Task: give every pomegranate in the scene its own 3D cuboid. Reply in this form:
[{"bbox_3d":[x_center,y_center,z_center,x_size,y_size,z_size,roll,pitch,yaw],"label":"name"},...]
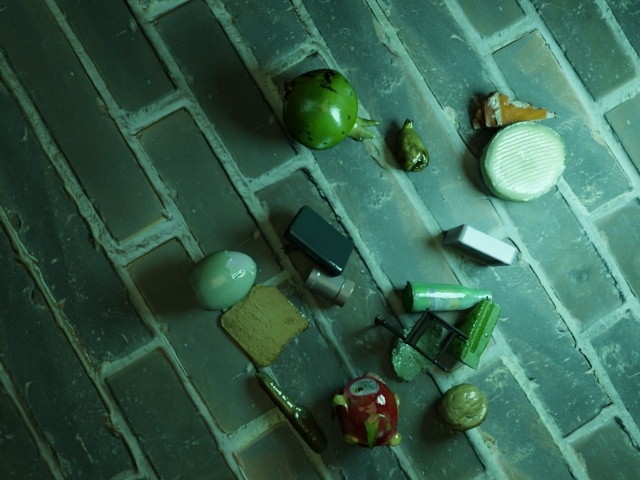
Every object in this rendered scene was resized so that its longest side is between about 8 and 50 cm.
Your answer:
[{"bbox_3d":[0.033,-0.420,1.342,0.341,0.260,0.260,14,86,-15],"label":"pomegranate"}]

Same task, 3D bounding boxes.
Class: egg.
[{"bbox_3d":[-0.309,0.123,1.318,0.217,0.183,0.183,-23,88,-18],"label":"egg"}]

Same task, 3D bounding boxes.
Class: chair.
[{"bbox_3d":[0.319,0.288,1.304,0.260,0.154,0.141,35,86,24],"label":"chair"}]

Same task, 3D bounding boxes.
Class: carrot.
[{"bbox_3d":[-0.098,0.565,1.359,0.070,0.070,0.342,-41,88,-4],"label":"carrot"}]

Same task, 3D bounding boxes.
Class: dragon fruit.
[{"bbox_3d":[0.147,0.554,1.305,0.224,0.224,0.226,-6,99,-3],"label":"dragon fruit"}]

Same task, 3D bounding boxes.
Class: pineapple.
[{"bbox_3d":[-0.073,0.021,1.396,0.125,0.058,0.058,-23,88,-3],"label":"pineapple"}]

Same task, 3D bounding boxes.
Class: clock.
[{"bbox_3d":[0.533,0.021,1.379,0.197,0.150,0.063,25,83,-2],"label":"clock"}]

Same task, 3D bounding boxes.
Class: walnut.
[{"bbox_3d":[0.473,0.554,1.349,0.167,0.149,0.166,-3,114,-6],"label":"walnut"}]

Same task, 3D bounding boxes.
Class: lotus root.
[{"bbox_3d":[0.315,-0.327,1.422,0.108,0.094,0.190,-7,78,-27],"label":"lotus root"}]

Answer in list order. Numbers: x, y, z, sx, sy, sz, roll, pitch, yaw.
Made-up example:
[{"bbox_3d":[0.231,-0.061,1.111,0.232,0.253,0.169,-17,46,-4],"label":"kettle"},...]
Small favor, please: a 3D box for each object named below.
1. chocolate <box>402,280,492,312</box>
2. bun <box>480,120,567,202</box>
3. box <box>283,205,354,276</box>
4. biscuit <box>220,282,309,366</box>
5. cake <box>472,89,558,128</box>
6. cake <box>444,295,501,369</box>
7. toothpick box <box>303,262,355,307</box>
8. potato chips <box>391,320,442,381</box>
[{"bbox_3d":[0.435,0.195,1.392,0.292,0.110,0.110,1,87,-6],"label":"chocolate"},{"bbox_3d":[0.684,-0.267,1.406,0.288,0.146,0.287,0,89,0],"label":"bun"},{"bbox_3d":[0.000,0.000,1.349,0.230,0.050,0.160,39,44,-11],"label":"box"},{"bbox_3d":[-0.193,0.280,1.395,0.232,0.013,0.237,-44,90,-4],"label":"biscuit"},{"bbox_3d":[0.691,-0.458,1.441,0.288,0.098,0.135,0,87,-2],"label":"cake"},{"bbox_3d":[0.527,0.310,1.353,0.100,0.099,0.235,33,98,-23],"label":"cake"},{"bbox_3d":[0.029,0.148,1.371,0.149,0.098,0.098,28,86,-1],"label":"toothpick box"},{"bbox_3d":[0.335,0.368,1.392,0.228,0.059,0.167,-38,82,5],"label":"potato chips"}]
